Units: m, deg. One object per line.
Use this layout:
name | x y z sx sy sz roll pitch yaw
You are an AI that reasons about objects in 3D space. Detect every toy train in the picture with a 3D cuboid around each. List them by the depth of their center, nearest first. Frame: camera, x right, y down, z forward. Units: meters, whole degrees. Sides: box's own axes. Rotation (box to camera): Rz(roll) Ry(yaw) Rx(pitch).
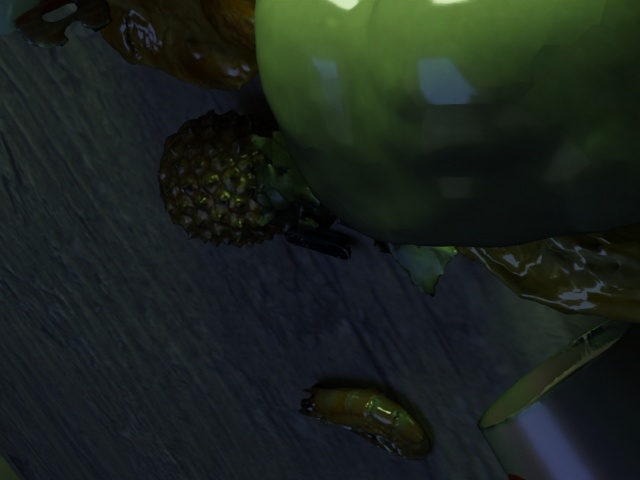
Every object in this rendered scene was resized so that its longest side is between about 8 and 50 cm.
toy train | 0.000 0.000 1.047 0.083 0.017 0.017 17 142 46

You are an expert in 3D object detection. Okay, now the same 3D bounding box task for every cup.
cup | 0.241 0.199 0.800 0.288 0.203 0.203 54 153 3

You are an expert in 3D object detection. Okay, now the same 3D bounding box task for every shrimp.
shrimp | 0.041 0.176 1.209 0.180 0.041 0.099 6 146 51

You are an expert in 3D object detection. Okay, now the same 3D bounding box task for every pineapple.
pineapple | -0.005 -0.034 0.910 0.277 0.119 0.130 8 114 49

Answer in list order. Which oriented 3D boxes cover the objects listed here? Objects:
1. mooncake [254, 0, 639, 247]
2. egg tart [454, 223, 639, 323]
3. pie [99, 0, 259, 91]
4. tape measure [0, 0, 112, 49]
mooncake | 0.098 -0.106 0.505 0.275 0.275 0.135 14 135 47
egg tart | 0.145 -0.026 0.657 0.241 0.241 0.106 28 104 33
pie | -0.113 -0.249 0.822 0.339 0.083 0.339 36 149 26
tape measure | -0.204 -0.267 0.713 0.246 0.125 0.243 50 151 6
